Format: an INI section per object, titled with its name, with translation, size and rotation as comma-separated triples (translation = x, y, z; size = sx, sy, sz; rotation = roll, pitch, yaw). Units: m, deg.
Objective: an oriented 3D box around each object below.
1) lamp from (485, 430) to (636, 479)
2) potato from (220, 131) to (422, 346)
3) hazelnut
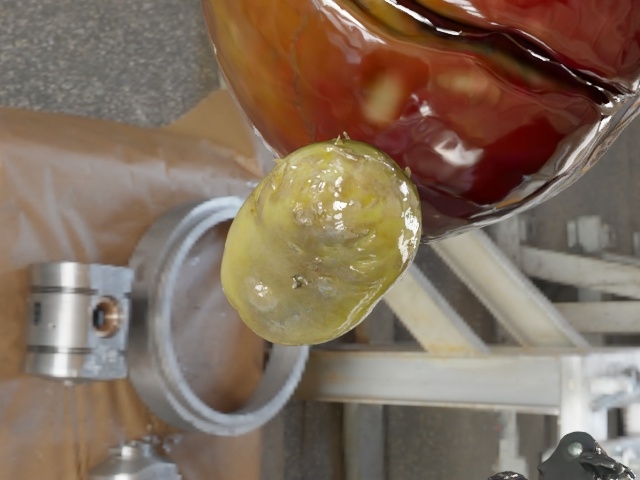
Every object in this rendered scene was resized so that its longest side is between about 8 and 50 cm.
[lamp]
translation = 0.183, 0.223, 0.765
size = 0.147, 0.227, 0.172
rotation = 44, 72, -38
[potato]
translation = 0.000, 0.000, 0.588
size = 0.091, 0.138, 0.070
rotation = 33, 47, -7
[hazelnut]
translation = 0.100, -0.192, 0.852
size = 0.429, 0.402, 0.402
rotation = -44, 121, -48
